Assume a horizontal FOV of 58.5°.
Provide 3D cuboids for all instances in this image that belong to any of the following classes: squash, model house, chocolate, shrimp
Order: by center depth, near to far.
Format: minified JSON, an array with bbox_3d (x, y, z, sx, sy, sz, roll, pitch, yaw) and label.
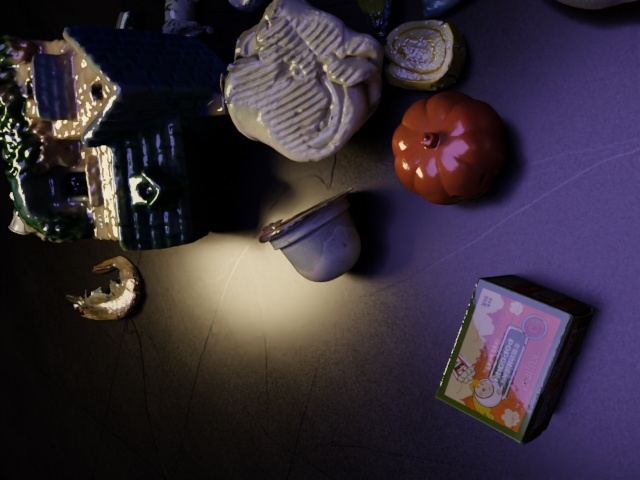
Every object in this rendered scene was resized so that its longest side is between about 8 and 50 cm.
[{"bbox_3d":[0.093,-0.534,1.077,0.087,0.087,0.331,-8,85,32],"label":"squash"},{"bbox_3d":[-0.006,0.006,1.078,0.221,0.221,0.147,-19,97,31],"label":"chocolate"},{"bbox_3d":[-0.395,-0.211,1.196,0.400,0.395,0.445,7,103,31],"label":"model house"},{"bbox_3d":[-0.564,0.123,1.496,0.253,0.058,0.173,4,82,30],"label":"shrimp"}]

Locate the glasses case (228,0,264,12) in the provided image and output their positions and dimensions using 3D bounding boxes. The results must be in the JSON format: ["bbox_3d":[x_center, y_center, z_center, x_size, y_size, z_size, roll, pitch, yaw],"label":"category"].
[{"bbox_3d":[-0.109,-0.621,1.218,0.109,0.067,0.282,48,111,27],"label":"glasses case"}]

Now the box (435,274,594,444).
[{"bbox_3d":[0.297,0.167,0.859,0.148,0.177,0.195,24,101,30],"label":"box"}]

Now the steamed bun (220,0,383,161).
[{"bbox_3d":[-0.025,-0.296,1.086,0.280,0.207,0.268,27,109,4],"label":"steamed bun"}]

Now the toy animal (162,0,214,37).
[{"bbox_3d":[-0.318,-0.509,1.340,0.170,0.090,0.255,29,101,35],"label":"toy animal"}]

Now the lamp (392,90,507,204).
[{"bbox_3d":[0.207,-0.151,0.939,0.188,0.164,0.187,-2,86,35],"label":"lamp"}]

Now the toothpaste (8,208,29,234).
[{"bbox_3d":[-0.820,-0.172,1.669,0.100,0.066,0.323,31,100,29],"label":"toothpaste"}]

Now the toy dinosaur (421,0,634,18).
[{"bbox_3d":[0.369,-0.388,0.898,0.331,0.129,0.383,-50,65,33],"label":"toy dinosaur"}]

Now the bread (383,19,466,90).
[{"bbox_3d":[0.181,-0.330,1.022,0.156,0.064,0.117,18,94,33],"label":"bread"}]

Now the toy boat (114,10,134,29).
[{"bbox_3d":[-0.494,-0.515,1.474,0.066,0.059,0.140,13,94,6],"label":"toy boat"}]
